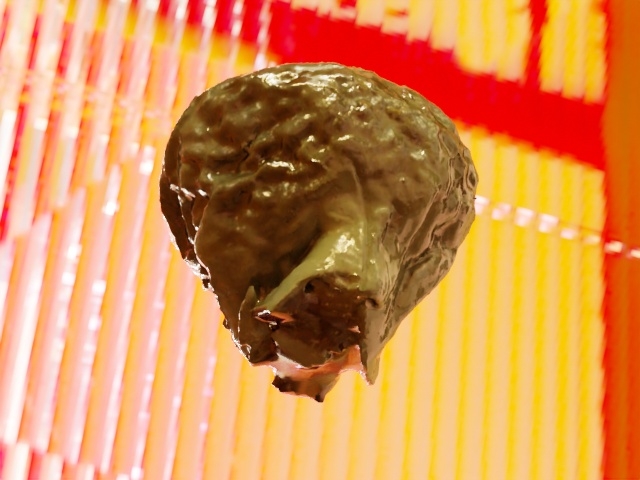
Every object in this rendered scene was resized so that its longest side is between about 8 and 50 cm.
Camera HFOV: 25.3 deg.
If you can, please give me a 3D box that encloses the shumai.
[{"bbox_3d":[0.000,-0.001,1.104,0.189,0.256,0.218,84,3,-57],"label":"shumai"}]
